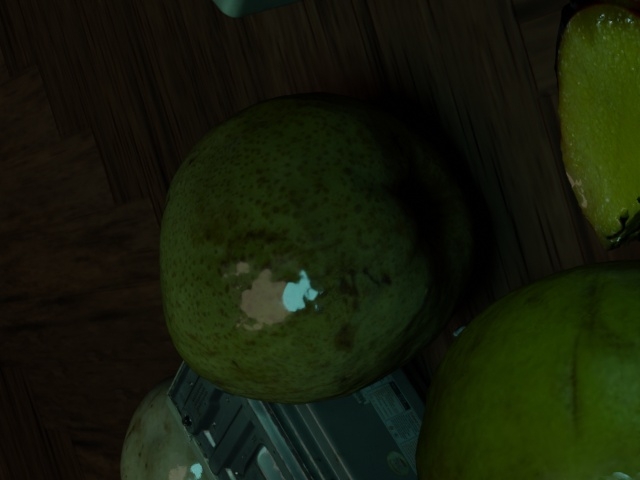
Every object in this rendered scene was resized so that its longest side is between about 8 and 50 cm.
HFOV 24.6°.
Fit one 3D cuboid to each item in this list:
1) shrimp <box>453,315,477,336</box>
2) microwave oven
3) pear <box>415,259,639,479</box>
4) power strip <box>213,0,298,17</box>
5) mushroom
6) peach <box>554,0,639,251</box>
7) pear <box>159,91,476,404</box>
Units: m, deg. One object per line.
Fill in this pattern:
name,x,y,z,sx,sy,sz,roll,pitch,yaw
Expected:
shrimp,0.128,0.240,0.991,0.221,0.166,0.411,9,97,18
microwave oven,0.003,0.165,1.153,0.241,0.145,0.194,58,150,20
pear,0.190,0.135,0.742,0.321,0.269,0.269,8,113,51
power strip,-0.101,-0.290,1.108,0.288,0.093,0.053,55,149,22
mushroom,-0.113,0.201,1.372,0.166,0.127,0.166,-11,76,50
peach,0.191,-0.074,0.781,0.127,0.092,0.172,47,153,41
pear,0.000,0.000,1.013,0.211,0.188,0.229,-11,56,29
